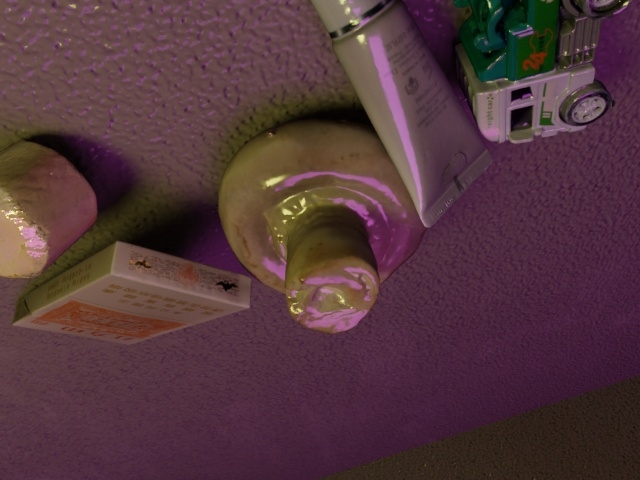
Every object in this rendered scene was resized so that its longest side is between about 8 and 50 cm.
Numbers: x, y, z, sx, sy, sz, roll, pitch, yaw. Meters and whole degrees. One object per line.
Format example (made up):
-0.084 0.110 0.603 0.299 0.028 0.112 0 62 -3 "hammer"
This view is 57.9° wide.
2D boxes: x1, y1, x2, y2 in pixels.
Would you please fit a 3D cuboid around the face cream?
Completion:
0.099 -0.175 0.672 0.143 0.089 0.314 -45 113 -21 "face cream"

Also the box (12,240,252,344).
-0.291 0.093 0.860 0.205 0.051 0.365 20 152 -39 "box"

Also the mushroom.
0.000 0.000 0.765 0.293 0.289 0.292 1 132 1 "mushroom"

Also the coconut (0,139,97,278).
-0.352 -0.042 0.703 0.147 0.152 0.147 9 128 12 "coconut"

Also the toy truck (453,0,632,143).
0.233 -0.274 0.654 0.178 0.176 0.363 -16 142 10 "toy truck"
